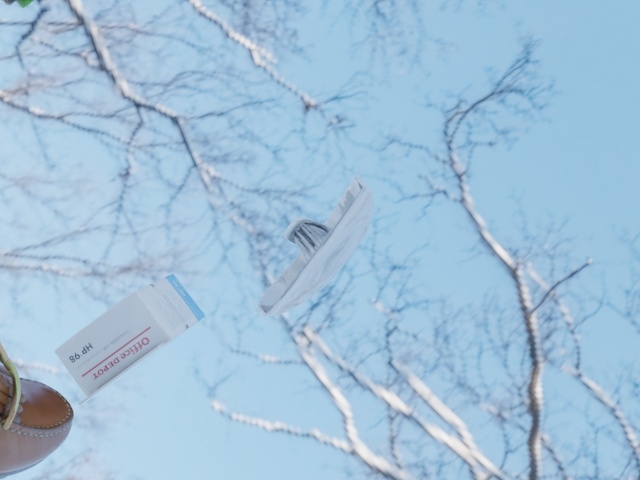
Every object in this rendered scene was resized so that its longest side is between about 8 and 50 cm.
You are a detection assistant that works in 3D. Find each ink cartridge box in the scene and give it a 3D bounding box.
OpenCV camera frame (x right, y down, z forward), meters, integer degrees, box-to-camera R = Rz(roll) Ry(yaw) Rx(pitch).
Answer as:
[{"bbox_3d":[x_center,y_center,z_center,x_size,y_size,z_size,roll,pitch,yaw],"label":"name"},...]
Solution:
[{"bbox_3d":[-0.189,0.094,1.283,0.104,0.180,0.060,-36,-91,9],"label":"ink cartridge box"}]

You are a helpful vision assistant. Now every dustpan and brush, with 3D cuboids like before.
[{"bbox_3d":[0.000,0.000,1.204,0.060,0.211,0.147,39,-84,14],"label":"dustpan and brush"}]

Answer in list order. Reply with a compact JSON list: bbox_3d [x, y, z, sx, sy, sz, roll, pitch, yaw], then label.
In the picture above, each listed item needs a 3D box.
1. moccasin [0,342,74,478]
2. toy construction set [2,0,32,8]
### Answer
[{"bbox_3d":[-0.326,0.093,1.038,0.139,0.380,0.147,29,-93,39],"label":"moccasin"},{"bbox_3d":[-0.291,-0.427,1.402,0.309,0.257,0.237,-25,-70,39],"label":"toy construction set"}]
